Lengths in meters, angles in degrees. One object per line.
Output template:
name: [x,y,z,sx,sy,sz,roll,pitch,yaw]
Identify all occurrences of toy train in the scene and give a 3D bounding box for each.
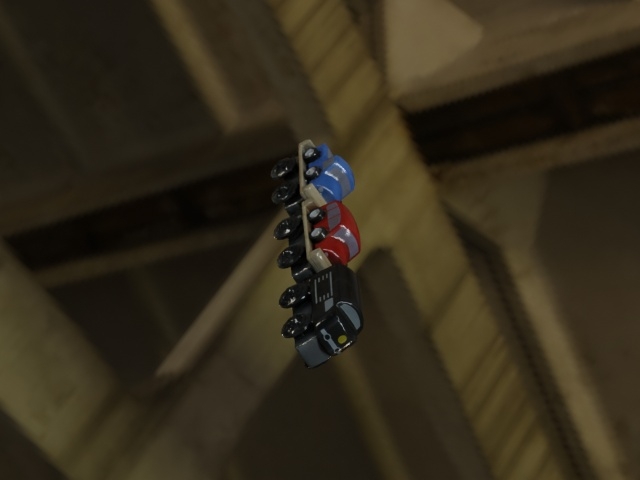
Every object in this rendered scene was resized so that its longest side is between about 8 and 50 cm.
toy train: [0.000,0.000,0.823,0.036,0.158,0.027,-28,-60,14]
